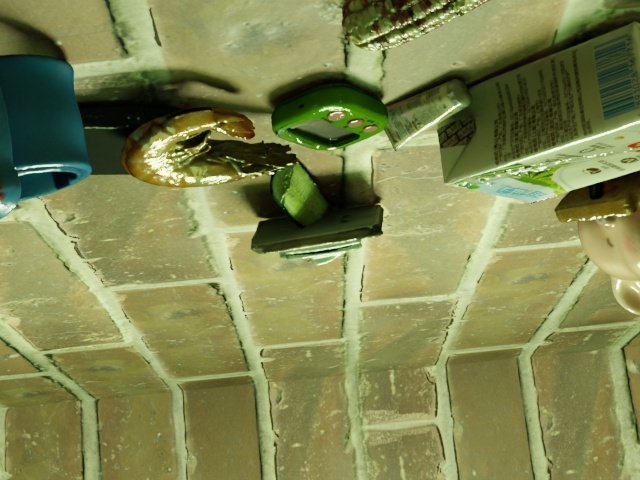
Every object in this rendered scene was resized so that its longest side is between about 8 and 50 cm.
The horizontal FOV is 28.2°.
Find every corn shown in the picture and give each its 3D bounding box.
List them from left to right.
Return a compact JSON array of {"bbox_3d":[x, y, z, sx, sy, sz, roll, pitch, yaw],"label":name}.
[{"bbox_3d":[0.127,-0.264,1.305,0.237,0.080,0.079,-22,157,35],"label":"corn"}]

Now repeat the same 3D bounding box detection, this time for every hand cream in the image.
[{"bbox_3d":[0.137,-0.168,1.668,0.143,0.061,0.039,-23,-172,41],"label":"hand cream"}]

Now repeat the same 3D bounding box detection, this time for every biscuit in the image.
[{"bbox_3d":[0.470,-0.092,1.781,0.301,0.043,0.278,-21,-165,-7],"label":"biscuit"}]

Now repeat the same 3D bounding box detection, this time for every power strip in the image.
[{"bbox_3d":[0.000,0.000,2.029,0.213,0.065,0.198,-9,-167,7],"label":"power strip"}]

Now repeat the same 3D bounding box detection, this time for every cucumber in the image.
[{"bbox_3d":[-0.033,-0.061,1.959,0.046,0.070,0.220,20,171,22],"label":"cucumber"}]

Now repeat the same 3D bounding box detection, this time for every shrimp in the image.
[{"bbox_3d":[-0.137,-0.118,1.627,0.248,0.068,0.150,1,149,-39],"label":"shrimp"}]

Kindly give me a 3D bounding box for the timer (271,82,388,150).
[{"bbox_3d":[0.012,-0.161,1.658,0.128,0.047,0.140,-20,159,35],"label":"timer"}]

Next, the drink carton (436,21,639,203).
[{"bbox_3d":[0.333,-0.156,1.631,0.194,0.132,0.324,9,160,-43],"label":"drink carton"}]

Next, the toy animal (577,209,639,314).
[{"bbox_3d":[0.562,-0.041,2.001,0.326,0.237,0.269,3,151,-35],"label":"toy animal"}]

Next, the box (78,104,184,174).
[{"bbox_3d":[-0.265,-0.128,1.681,0.212,0.042,0.201,-3,164,-7],"label":"box"}]

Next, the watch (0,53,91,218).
[{"bbox_3d":[-0.423,-0.102,1.438,0.305,0.242,0.274,-12,176,21],"label":"watch"}]
